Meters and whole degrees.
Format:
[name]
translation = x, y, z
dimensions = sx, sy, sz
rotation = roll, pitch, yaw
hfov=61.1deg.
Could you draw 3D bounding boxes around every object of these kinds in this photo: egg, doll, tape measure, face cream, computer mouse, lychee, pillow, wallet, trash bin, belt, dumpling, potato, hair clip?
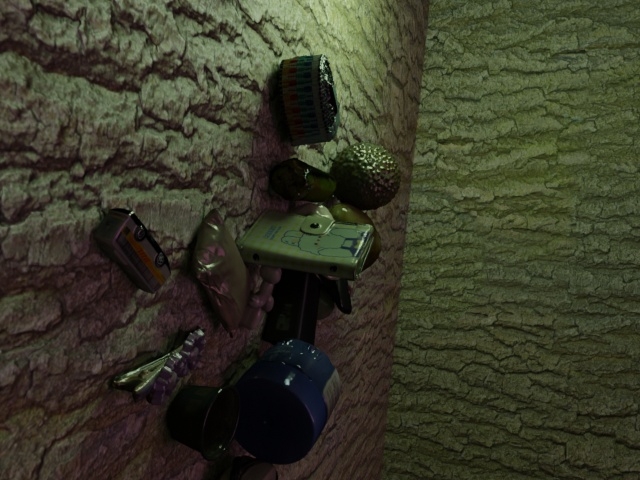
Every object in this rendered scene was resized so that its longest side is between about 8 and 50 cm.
[egg]
translation = -0.012, 0.195, 1.764
dimensions = 0.152, 0.114, 0.114
rotation = 73, 29, -51
[doll]
translation = -0.147, 0.132, 1.401
dimensions = 0.161, 0.059, 0.160
rotation = -48, 161, -57
[tape measure]
translation = -0.195, 0.650, 1.378
dimensions = 0.271, 0.132, 0.232
rotation = -2, 105, -71
[face cream]
translation = -0.091, 0.411, 1.415
dimensions = 0.225, 0.248, 0.249
rotation = -39, 132, -65
[computer mouse]
translation = 0.040, 0.095, 1.731
dimensions = 0.295, 0.087, 0.168
rotation = 60, 7, 10
[lychee]
translation = 0.155, -0.218, 1.901
dimensions = 0.274, 0.255, 0.256
rotation = -75, 165, -75
[pillow]
translation = -0.221, 0.079, 1.230
dimensions = 0.270, 0.067, 0.173
rotation = 73, 24, -48
[wallet]
translation = -0.032, 0.009, 1.375
dimensions = 0.223, 0.309, 0.077
rotation = -56, 150, -55
[trash bin]
translation = -0.073, 0.205, 1.607
dimensions = 0.165, 0.114, 0.226
rotation = 53, 44, -63
[belt]
translation = -0.029, -0.388, 1.515
dimensions = 0.258, 0.149, 0.207
rotation = 74, 20, -48
[dumpling]
translation = 0.000, 0.000, 1.597
dimensions = 0.162, 0.250, 0.132
rotation = -28, 171, -28
[potato]
translation = 0.101, -0.002, 1.908
dimensions = 0.307, 0.210, 0.173
rotation = 62, 16, -46
[hair clip]
translation = -0.297, 0.244, 1.072
dimensions = 0.292, 0.084, 0.106
rotation = -39, 149, -69

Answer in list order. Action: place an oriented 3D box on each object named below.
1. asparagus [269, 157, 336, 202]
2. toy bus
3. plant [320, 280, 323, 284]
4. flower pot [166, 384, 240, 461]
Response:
[asparagus]
translation = -0.029, -0.168, 1.622
dimensions = 0.108, 0.128, 0.382
rotation = -52, 165, 12
[toy bus]
translation = -0.324, 0.022, 0.949
dimensions = 0.072, 0.057, 0.172
rotation = -61, 151, -29
[plant]
translation = -0.004, 0.205, 1.882
dimensions = 0.122, 0.104, 0.117
rotation = -22, 81, -38
[flower pot]
translation = -0.254, 0.378, 1.164
dimensions = 0.157, 0.106, 0.158
rotation = 9, 90, -70
